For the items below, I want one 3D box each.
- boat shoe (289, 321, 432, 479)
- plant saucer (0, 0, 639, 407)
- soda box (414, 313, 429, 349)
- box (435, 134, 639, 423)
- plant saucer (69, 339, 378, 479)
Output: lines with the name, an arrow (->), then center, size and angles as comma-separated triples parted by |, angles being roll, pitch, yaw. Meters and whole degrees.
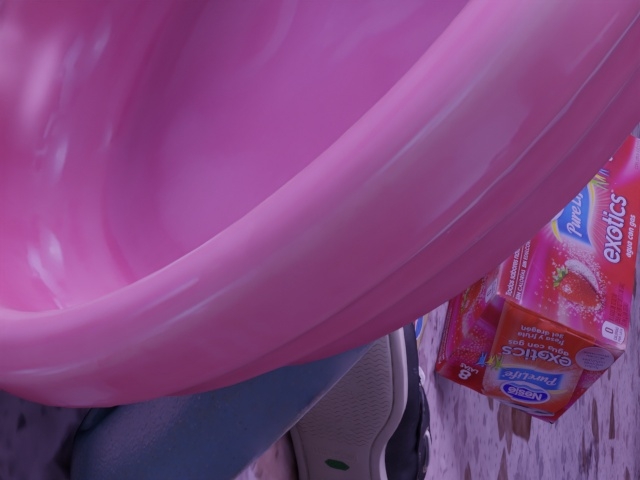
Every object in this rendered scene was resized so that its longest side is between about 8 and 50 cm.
boat shoe -> 0.028, 0.099, 0.919 | 0.079, 0.084, 0.233 | -47, 144, -45
plant saucer -> 0.003, -0.089, 0.465 | 0.084, 0.332, 0.332 | 36, 50, -32
soda box -> 0.044, 0.024, 1.022 | 0.181, 0.058, 0.061 | -67, 151, -49
box -> 0.197, 0.012, 1.321 | 0.128, 0.123, 0.256 | 121, -11, -48
plant saucer -> 0.000, 0.000, 0.618 | 0.044, 0.317, 0.317 | 43, 30, -6
